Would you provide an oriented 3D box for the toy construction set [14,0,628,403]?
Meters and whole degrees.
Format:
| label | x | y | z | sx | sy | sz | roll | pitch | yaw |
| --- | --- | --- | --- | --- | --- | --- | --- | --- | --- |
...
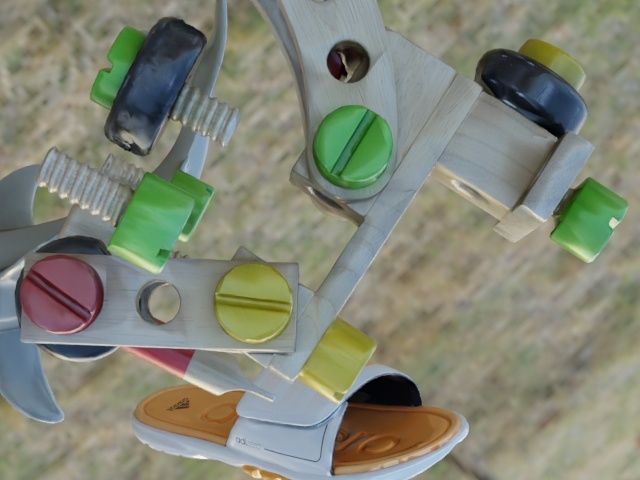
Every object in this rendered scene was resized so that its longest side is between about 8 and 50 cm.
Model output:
| label | x | y | z | sx | sy | sz | roll | pitch | yaw |
| --- | --- | --- | --- | --- | --- | --- | --- | --- | --- |
| toy construction set | 0.000 | 0.000 | 0.934 | 0.257 | 0.237 | 0.309 | -65 | -176 | -31 |

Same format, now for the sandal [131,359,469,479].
| label | x | y | z | sx | sy | sz | roll | pitch | yaw |
| --- | --- | --- | --- | --- | --- | --- | --- | --- | --- |
| sandal | -0.030 | 0.106 | 1.291 | 0.102 | 0.265 | 0.076 | -35 | 121 | -47 |

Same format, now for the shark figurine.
| label | x | y | z | sx | sy | sz | roll | pitch | yaw |
| --- | --- | --- | --- | --- | --- | --- | --- | --- | --- |
| shark figurine | -0.132 | -0.015 | 1.078 | 0.278 | 0.166 | 0.116 | -35 | 174 | -13 |
